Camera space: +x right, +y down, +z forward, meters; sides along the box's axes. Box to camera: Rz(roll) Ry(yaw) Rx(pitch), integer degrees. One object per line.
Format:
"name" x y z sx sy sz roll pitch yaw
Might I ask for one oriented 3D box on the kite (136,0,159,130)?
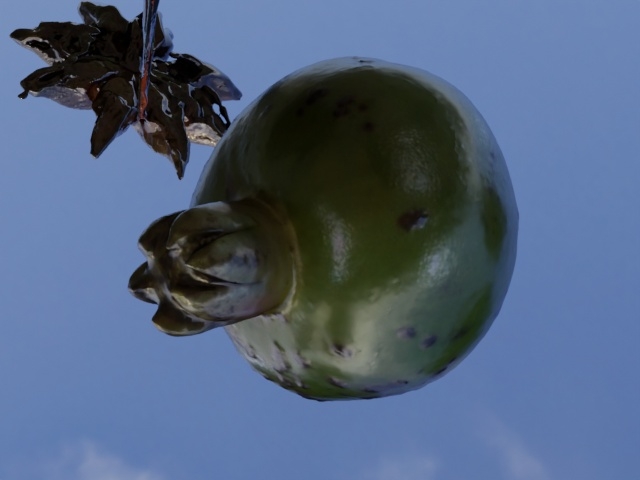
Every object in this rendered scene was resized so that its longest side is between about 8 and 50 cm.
"kite" -0.080 -0.172 0.922 0.016 0.234 0.321 3 -169 -7

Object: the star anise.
"star anise" -0.176 -0.169 1.782 0.272 0.272 0.103 -104 -146 -48

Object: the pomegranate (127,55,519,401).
"pomegranate" 0.000 0.000 0.972 0.247 0.202 0.202 -12 -156 -44
